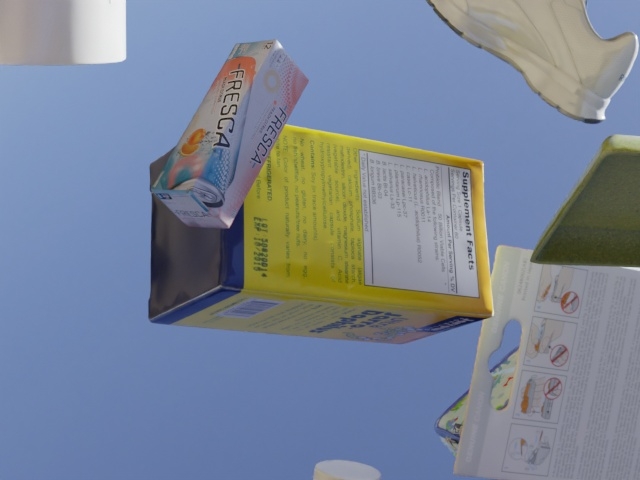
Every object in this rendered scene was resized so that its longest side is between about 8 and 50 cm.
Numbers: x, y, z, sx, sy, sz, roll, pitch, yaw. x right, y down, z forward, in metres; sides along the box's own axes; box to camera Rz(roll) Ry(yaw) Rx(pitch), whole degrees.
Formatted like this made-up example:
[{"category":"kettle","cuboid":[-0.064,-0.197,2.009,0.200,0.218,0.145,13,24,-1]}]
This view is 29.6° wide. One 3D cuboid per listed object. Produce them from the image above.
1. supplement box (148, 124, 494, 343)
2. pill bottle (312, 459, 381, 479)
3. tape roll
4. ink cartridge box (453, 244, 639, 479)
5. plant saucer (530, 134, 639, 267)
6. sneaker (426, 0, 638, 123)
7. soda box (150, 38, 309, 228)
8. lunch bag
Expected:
[{"category":"supplement box","cuboid":[0.000,0.000,1.403,0.195,0.356,0.194,-25,-118,56]},{"category":"pill bottle","cuboid":[0.022,0.396,1.561,0.117,0.117,0.208,17,-79,60]},{"category":"tape roll","cuboid":[-0.354,-0.300,1.439,0.246,0.246,0.169,-153,-118,-62]},{"category":"ink cartridge box","cuboid":[0.354,0.179,1.640,0.091,0.385,0.308,-165,-94,-66]},{"category":"plant saucer","cuboid":[0.318,-0.042,1.177,0.188,0.188,0.045,113,-25,-54]},{"category":"sneaker","cuboid":[0.237,-0.264,1.413,0.129,0.297,0.111,-55,177,18]},{"category":"soda box","cuboid":[-0.082,-0.101,1.134,0.058,0.063,0.183,2,-124,41]},{"category":"lunch bag","cuboid":[0.277,0.241,1.772,0.219,0.090,0.176,-39,-172,-10]}]
